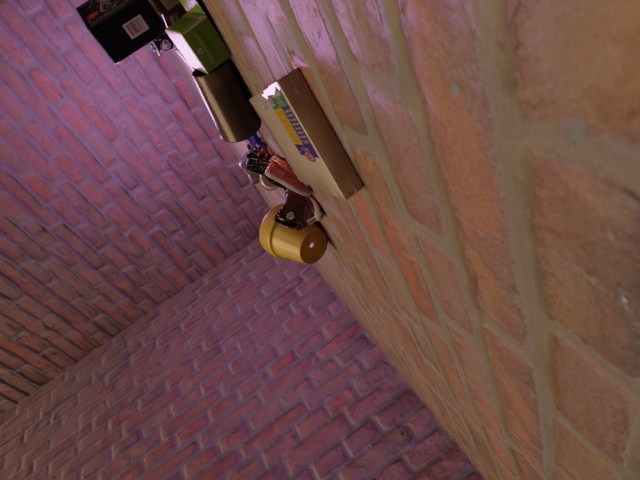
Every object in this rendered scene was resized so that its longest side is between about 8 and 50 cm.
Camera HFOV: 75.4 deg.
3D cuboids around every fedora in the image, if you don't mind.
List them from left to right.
[{"bbox_3d":[-0.347,-0.380,2.185,0.275,0.124,0.244,48,171,49],"label":"fedora"}]

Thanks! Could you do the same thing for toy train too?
[{"bbox_3d":[-0.881,-1.137,2.268,0.334,0.142,0.190,50,160,51],"label":"toy train"}]

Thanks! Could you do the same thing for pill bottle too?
[{"bbox_3d":[-0.233,-0.285,1.922,0.103,0.103,0.184,56,173,-9],"label":"pill bottle"}]

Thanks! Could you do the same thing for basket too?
[{"bbox_3d":[-0.314,-0.471,1.377,0.204,0.154,0.227,56,173,46],"label":"basket"}]

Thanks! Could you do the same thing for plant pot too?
[{"bbox_3d":[-0.103,-0.015,1.843,0.239,0.254,0.254,27,156,42],"label":"plant pot"}]

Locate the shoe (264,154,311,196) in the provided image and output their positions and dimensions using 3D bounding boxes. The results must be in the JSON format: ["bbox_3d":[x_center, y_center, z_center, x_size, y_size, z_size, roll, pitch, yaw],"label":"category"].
[{"bbox_3d":[-0.095,-0.222,1.417,0.177,0.081,0.063,27,-164,-17],"label":"shoe"}]

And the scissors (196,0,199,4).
[{"bbox_3d":[-0.361,-0.669,1.288,0.109,0.021,0.297,59,171,-23],"label":"scissors"}]

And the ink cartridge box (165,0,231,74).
[{"bbox_3d":[-0.399,-0.636,1.210,0.189,0.097,0.255,40,170,48],"label":"ink cartridge box"}]

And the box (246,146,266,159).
[{"bbox_3d":[-0.290,-0.384,1.919,0.052,0.083,0.062,48,170,42],"label":"box"}]

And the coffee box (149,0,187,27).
[{"bbox_3d":[-0.525,-0.826,1.308,0.247,0.098,0.141,57,174,-12],"label":"coffee box"}]

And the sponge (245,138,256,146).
[{"bbox_3d":[-0.386,-0.554,1.995,0.117,0.031,0.210,48,170,49],"label":"sponge"}]

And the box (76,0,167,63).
[{"bbox_3d":[-0.899,-1.035,1.914,0.312,0.343,0.179,50,173,36],"label":"box"}]

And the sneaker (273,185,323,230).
[{"bbox_3d":[-0.125,-0.150,1.537,0.281,0.162,0.106,52,173,28],"label":"sneaker"}]

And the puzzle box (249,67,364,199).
[{"bbox_3d":[-0.051,-0.246,0.992,0.272,0.052,0.409,58,173,-21],"label":"puzzle box"}]

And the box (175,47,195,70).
[{"bbox_3d":[-0.407,-0.616,1.439,0.170,0.091,0.130,48,180,-32],"label":"box"}]

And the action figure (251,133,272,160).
[{"bbox_3d":[-0.311,-0.423,1.679,0.091,0.139,0.280,48,169,39],"label":"action figure"}]

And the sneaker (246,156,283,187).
[{"bbox_3d":[-0.198,-0.287,1.708,0.234,0.084,0.097,32,-165,20],"label":"sneaker"}]
